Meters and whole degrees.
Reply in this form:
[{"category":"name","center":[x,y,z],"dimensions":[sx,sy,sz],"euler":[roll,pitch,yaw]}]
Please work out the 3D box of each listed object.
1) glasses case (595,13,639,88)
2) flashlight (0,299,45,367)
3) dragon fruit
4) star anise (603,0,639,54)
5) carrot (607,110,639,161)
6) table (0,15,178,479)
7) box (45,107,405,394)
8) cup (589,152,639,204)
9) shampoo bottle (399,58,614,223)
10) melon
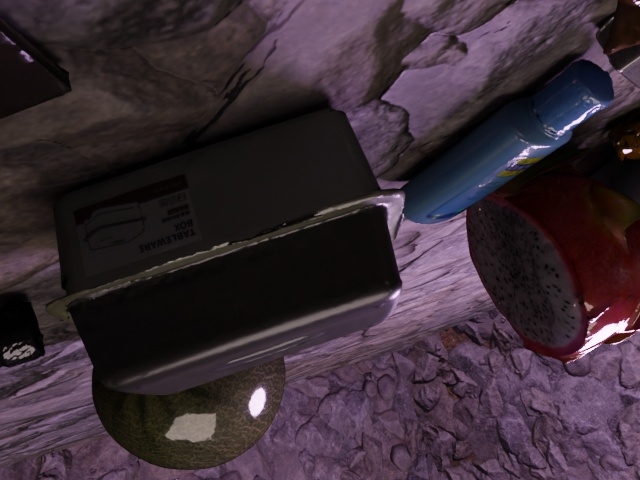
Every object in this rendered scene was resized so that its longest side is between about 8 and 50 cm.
[{"category":"glasses case","center":[0.328,-0.178,0.613],"dimensions":[0.071,0.047,0.205],"euler":[-36,159,33]},{"category":"flashlight","center":[-0.408,0.128,0.661],"dimensions":[0.232,0.093,0.093],"euler":[-15,164,-19]},{"category":"dragon fruit","center":[0.352,0.020,0.901],"dimensions":[0.189,0.291,0.291],"euler":[-23,165,-9]},{"category":"star anise","center":[0.275,-0.200,0.346],"dimensions":[0.292,0.109,0.349],"euler":[-28,168,-17]},{"category":"carrot","center":[0.488,-0.172,0.822],"dimensions":[0.228,0.069,0.069],"euler":[-27,164,21]},{"category":"table","center":[-0.206,0.012,0.207],"dimensions":[0.196,0.251,0.282],"euler":[-22,164,5]},{"category":"box","center":[-0.068,0.021,0.570],"dimensions":[0.290,0.166,0.220],"euler":[-18,166,-2]},{"category":"cup","center":[0.517,-0.040,1.033],"dimensions":[0.205,0.206,0.312],"euler":[-19,164,-4]},{"category":"shampoo bottle","center":[0.193,-0.097,0.694],"dimensions":[0.103,0.061,0.258],"euler":[-10,162,-36]},{"category":"melon","center":[-0.168,0.180,0.855],"dimensions":[0.237,0.238,0.302],"euler":[-22,163,6]}]
